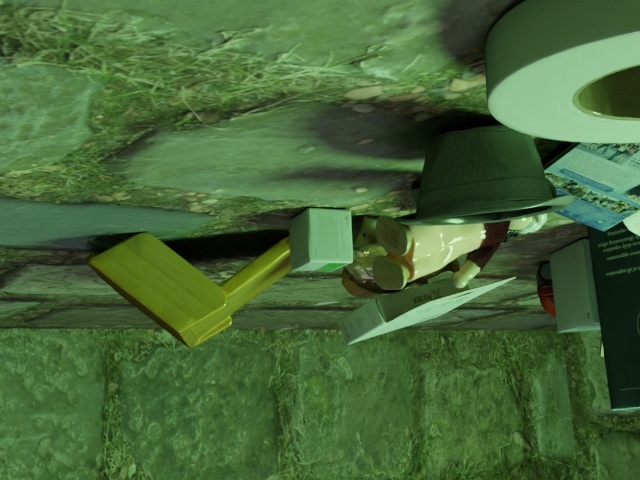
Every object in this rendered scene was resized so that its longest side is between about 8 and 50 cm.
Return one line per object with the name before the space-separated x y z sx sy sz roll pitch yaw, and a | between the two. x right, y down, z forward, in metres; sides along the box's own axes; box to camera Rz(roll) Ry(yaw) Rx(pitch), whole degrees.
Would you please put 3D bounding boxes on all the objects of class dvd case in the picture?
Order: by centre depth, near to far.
dvd case | 0.415 -0.094 1.396 0.180 0.022 0.253 20 154 -13

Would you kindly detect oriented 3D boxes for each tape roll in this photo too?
tape roll | 0.365 -0.184 0.985 0.392 0.072 0.392 -1 171 0

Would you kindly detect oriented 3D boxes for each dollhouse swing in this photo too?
dollhouse swing | -0.249 0.041 1.964 0.315 0.305 0.347 37 169 5

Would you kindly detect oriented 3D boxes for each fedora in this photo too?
fedora | 0.221 -0.091 1.308 0.243 0.124 0.275 -8 176 28

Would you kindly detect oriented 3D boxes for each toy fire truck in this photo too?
toy fire truck | 0.682 0.174 2.451 0.217 0.246 0.158 -9 167 21

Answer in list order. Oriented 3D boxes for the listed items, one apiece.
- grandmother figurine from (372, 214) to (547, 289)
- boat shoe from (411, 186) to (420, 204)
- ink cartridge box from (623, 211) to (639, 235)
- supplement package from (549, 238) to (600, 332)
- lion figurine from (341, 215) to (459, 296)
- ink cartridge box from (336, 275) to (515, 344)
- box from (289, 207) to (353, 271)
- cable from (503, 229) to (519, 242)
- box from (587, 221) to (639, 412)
grandmother figurine | 0.239 -0.029 1.531 0.342 0.208 0.104 -16 -139 -34
boat shoe | 0.209 -0.049 1.642 0.068 0.081 0.228 -27 160 3
ink cartridge box | 0.610 -0.056 1.728 0.179 0.045 0.145 20 157 -36
supplement package | 0.708 0.104 2.241 0.262 0.198 0.199 -2 169 -10
lion figurine | 0.123 0.060 1.942 0.240 0.142 0.392 -15 164 -17
ink cartridge box | 0.205 0.113 1.852 0.275 0.060 0.239 -11 163 -43
box | 0.000 0.000 1.736 0.087 0.102 0.101 3 168 -22
cable | 0.339 -0.008 1.950 0.184 0.047 0.150 -15 164 40
box | 0.726 0.128 1.873 0.212 0.395 0.293 7 165 -40
